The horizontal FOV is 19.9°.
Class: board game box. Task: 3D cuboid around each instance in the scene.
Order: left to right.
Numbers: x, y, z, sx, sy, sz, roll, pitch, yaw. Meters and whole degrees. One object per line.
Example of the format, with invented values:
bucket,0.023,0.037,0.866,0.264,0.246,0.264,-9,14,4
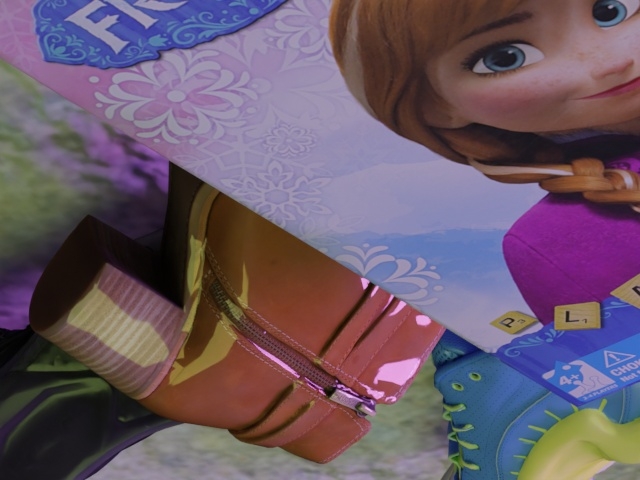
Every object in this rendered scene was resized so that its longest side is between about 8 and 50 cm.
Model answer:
board game box,0.108,-0.085,0.524,0.319,0.066,0.318,-28,137,33

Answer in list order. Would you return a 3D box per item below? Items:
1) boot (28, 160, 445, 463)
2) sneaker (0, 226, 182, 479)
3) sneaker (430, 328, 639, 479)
boot,0.000,0.000,0.718,0.152,0.073,0.197,31,118,-32
sneaker,-0.103,0.053,0.820,0.227,0.130,0.087,-40,108,3
sneaker,0.091,0.069,0.861,0.126,0.091,0.240,30,138,-12
